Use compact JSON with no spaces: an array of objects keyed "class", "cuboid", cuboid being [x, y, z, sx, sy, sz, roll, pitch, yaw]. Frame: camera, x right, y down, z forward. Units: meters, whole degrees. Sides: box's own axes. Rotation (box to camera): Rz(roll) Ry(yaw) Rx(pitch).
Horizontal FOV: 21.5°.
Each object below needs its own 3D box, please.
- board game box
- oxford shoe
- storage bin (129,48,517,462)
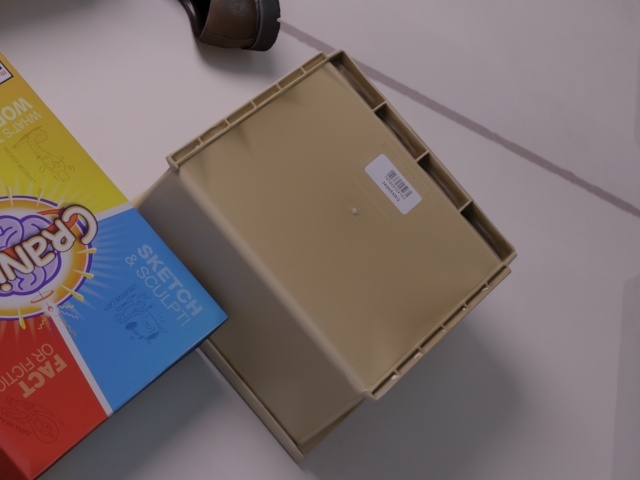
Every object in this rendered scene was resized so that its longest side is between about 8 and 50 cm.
[{"class":"board game box","cuboid":[-0.258,0.013,1.309,0.316,0.064,0.242,49,48,1]},{"class":"oxford shoe","cuboid":[-0.111,-0.284,1.578,0.096,0.083,0.227,-4,65,-31]},{"class":"storage bin","cuboid":[0.000,0.000,1.453,0.262,0.123,0.260,49,47,2]}]
